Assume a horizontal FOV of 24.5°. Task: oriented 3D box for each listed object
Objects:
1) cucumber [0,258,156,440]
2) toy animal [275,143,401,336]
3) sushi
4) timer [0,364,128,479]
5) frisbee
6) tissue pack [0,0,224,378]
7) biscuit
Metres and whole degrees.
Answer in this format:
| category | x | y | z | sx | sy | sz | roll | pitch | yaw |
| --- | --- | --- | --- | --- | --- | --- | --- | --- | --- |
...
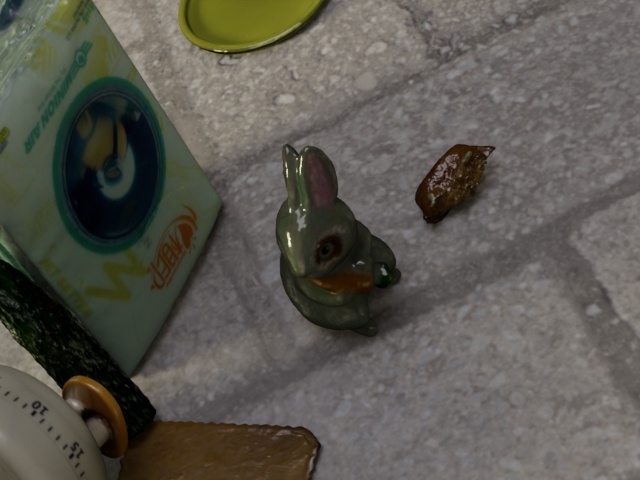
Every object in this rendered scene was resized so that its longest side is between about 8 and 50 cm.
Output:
| category | x | y | z | sx | sy | sz | roll | pitch | yaw |
| --- | --- | --- | --- | --- | --- | --- | --- | --- | --- |
| cucumber | -0.284 | 0.108 | 1.590 | 0.067 | 0.293 | 0.067 | -26 | 32 | 18 |
| toy animal | -0.003 | 0.002 | 1.578 | 0.127 | 0.251 | 0.125 | -19 | 51 | 10 |
| sushi | 0.157 | -0.068 | 1.699 | 0.060 | 0.061 | 0.118 | 35 | 92 | 32 |
| timer | -0.345 | 0.248 | 1.533 | 0.233 | 0.233 | 0.240 | 11 | 38 | 32 |
| frisbee | -0.090 | -0.345 | 2.065 | 0.236 | 0.017 | 0.236 | -13 | 48 | 15 |
| tissue pack | -0.291 | -0.061 | 1.669 | 0.162 | 0.388 | 0.287 | 7 | 57 | 32 |
| biscuit | -0.129 | 0.293 | 1.559 | 0.237 | 0.013 | 0.232 | -1 | 52 | 25 |
